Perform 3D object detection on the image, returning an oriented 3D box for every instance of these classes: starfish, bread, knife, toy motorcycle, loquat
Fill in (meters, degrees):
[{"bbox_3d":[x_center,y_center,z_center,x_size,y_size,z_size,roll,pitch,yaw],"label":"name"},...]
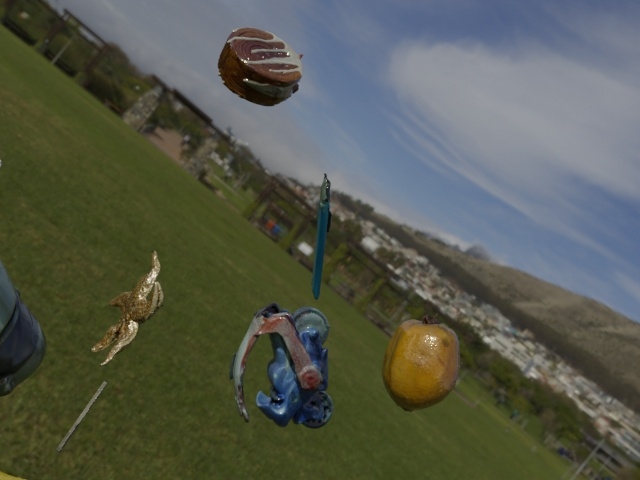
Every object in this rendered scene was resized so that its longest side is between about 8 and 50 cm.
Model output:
[{"bbox_3d":[-0.416,0.152,1.496,0.235,0.277,0.062,-15,-38,44],"label":"starfish"},{"bbox_3d":[-0.109,-0.322,1.277,0.160,0.073,0.160,18,41,-17],"label":"bread"},{"bbox_3d":[0.002,0.000,1.439,0.026,0.296,0.044,-5,35,-16],"label":"knife"},{"bbox_3d":[-0.092,0.314,1.692,0.241,0.319,0.182,-2,8,7],"label":"toy motorcycle"},{"bbox_3d":[0.234,0.279,1.588,0.176,0.234,0.187,22,-7,-22],"label":"loquat"}]

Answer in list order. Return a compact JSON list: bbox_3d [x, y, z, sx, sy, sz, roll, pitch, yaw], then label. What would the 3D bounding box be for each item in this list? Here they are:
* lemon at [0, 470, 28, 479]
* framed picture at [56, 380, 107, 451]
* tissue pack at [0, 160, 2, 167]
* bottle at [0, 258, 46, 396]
[{"bbox_3d":[-0.589,0.515,1.161,0.284,0.260,0.260,47,-4,-29],"label":"lemon"},{"bbox_3d":[-0.462,0.341,1.344,0.011,0.149,0.109,35,-23,-8],"label":"framed picture"},{"bbox_3d":[-0.732,-0.152,1.328,0.225,0.185,0.124,23,-37,55],"label":"tissue pack"},{"bbox_3d":[-0.435,0.054,0.775,0.168,0.168,0.347,39,-25,36],"label":"bottle"}]
